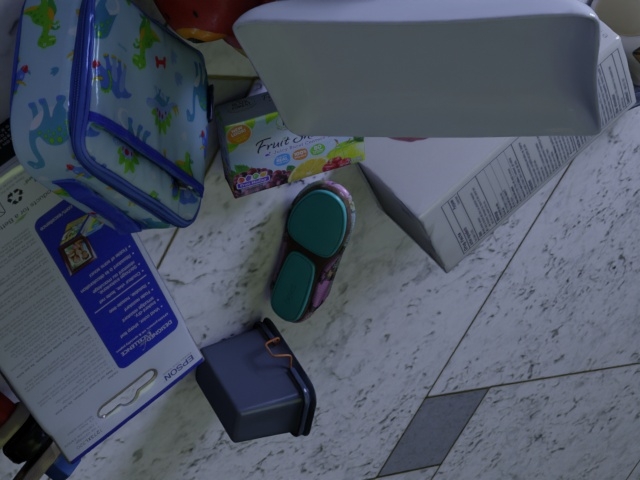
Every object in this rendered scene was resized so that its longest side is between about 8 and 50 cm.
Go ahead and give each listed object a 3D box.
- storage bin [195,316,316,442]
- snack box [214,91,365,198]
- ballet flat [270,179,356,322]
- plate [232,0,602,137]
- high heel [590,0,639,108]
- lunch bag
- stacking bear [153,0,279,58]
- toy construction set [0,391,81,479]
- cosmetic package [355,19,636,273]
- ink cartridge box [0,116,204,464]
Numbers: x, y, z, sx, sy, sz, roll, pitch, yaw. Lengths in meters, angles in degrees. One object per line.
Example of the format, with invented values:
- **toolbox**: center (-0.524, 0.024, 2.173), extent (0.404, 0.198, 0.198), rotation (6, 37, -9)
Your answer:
- **storage bin**: center (-0.076, 0.159, 2.026), extent (0.091, 0.135, 0.098), rotation (-14, 139, -27)
- **snack box**: center (-0.029, -0.106, 1.800), extent (0.141, 0.037, 0.100), rotation (-18, 136, -11)
- **ballet flat**: center (0.000, 0.000, 1.987), extent (0.079, 0.077, 0.221), rotation (-43, 160, -42)
- **plate**: center (0.089, -0.145, 1.473), extent (0.278, 0.045, 0.277), rotation (0, 166, 10)
- **high heel**: center (0.394, -0.266, 2.132), extent (0.186, 0.093, 0.261), rotation (-30, 145, -45)
- **lunch bag**: center (-0.173, -0.106, 1.540), extent (0.219, 0.090, 0.176), rotation (39, 51, -59)
- **stacking bear**: center (-0.032, -0.215, 1.603), extent (0.289, 0.175, 0.164), rotation (13, 90, -44)
- **toy construction set**: center (-0.384, 0.279, 1.744), extent (0.237, 0.257, 0.309), rotation (-40, 131, 17)
- **cosmetic package**: center (0.192, -0.127, 1.997), extent (0.296, 0.129, 0.153), rotation (-42, 151, -7)
- **ink cartridge box**: center (-0.245, 0.046, 1.692), extent (0.176, 0.069, 0.371), rotation (-38, 138, -13)
